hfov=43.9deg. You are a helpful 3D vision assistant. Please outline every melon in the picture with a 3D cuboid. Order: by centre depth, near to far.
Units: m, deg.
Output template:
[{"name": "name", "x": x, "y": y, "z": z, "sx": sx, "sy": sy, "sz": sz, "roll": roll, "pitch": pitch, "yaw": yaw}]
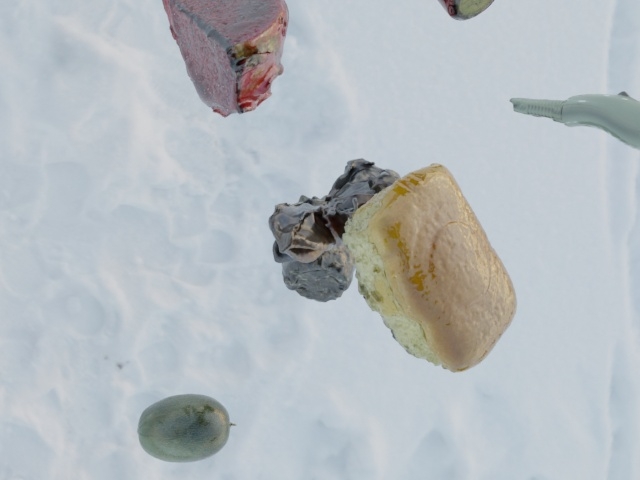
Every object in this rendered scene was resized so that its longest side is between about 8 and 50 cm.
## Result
[{"name": "melon", "x": -0.225, "y": 0.316, "z": 1.345, "sx": 0.167, "sy": 0.114, "sz": 0.114, "roll": -1, "pitch": 96, "yaw": -12}]

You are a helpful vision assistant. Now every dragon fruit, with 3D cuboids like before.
[{"name": "dragon fruit", "x": -0.121, "y": -0.282, "z": 1.148, "sx": 0.189, "sy": 0.262, "sz": 0.163, "roll": -44, "pitch": 133, "yaw": 3}]

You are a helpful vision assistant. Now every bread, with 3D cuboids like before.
[{"name": "bread", "x": 0.138, "y": 0.036, "z": 0.976, "sx": 0.174, "sy": 0.121, "sz": 0.246, "roll": -37, "pitch": 102, "yaw": -28}]

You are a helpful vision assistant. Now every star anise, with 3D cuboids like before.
[{"name": "star anise", "x": 0.028, "y": -0.044, "z": 1.146, "sx": 0.257, "sy": 0.198, "sz": 0.111, "roll": -26, "pitch": 99, "yaw": -16}]

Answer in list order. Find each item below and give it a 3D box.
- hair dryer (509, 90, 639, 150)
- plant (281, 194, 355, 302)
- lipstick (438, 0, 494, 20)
[{"name": "hair dryer", "x": 0.293, "y": -0.138, "z": 0.619, "sx": 0.092, "sy": 0.267, "sz": 0.229, "roll": 10, "pitch": 121, "yaw": -43}, {"name": "plant", "x": 0.000, "y": 0.000, "z": 1.355, "sx": 0.132, "sy": 0.129, "sz": 0.195, "roll": 26, "pitch": 44, "yaw": -22}, {"name": "lipstick", "x": 0.120, "y": -0.361, "z": 0.936, "sx": 0.080, "sy": 0.241, "sz": 0.080, "roll": -24, "pitch": 151, "yaw": -14}]
